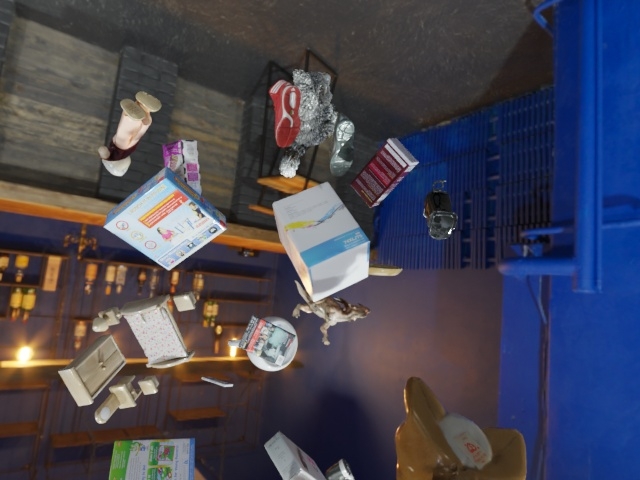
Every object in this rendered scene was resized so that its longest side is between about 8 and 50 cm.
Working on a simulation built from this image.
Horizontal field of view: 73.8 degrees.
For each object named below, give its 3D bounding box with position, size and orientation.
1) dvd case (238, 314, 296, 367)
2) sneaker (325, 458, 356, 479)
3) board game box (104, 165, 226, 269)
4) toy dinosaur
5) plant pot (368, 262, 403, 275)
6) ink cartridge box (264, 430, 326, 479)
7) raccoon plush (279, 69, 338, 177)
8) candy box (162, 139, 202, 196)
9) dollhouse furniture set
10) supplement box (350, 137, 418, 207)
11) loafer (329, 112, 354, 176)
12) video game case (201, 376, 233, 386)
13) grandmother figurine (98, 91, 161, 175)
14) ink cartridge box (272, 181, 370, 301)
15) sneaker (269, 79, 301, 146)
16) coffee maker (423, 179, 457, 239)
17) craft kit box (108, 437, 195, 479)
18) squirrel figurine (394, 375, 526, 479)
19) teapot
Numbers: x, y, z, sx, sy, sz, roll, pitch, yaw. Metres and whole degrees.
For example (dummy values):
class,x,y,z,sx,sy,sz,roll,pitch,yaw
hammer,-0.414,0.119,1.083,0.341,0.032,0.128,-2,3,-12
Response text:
class,x,y,z,sx,sy,sz,roll,pitch,yaw
dvd case,-0.132,0.248,1.052,0.119,0.087,0.013,25,178,2
sneaker,0.071,0.904,1.631,0.106,0.078,0.234,-24,140,-5
board game box,-0.567,-0.071,1.583,0.308,0.086,0.302,-33,130,13
toy dinosaur,0.020,0.243,1.598,0.295,0.127,0.200,38,-144,2
plant pot,0.209,0.114,1.701,0.236,0.033,0.236,5,-178,0
ink cartridge box,-0.023,0.667,1.144,0.239,0.060,0.275,39,162,45
raccoon plush,-0.061,-0.495,1.810,0.216,0.447,0.299,15,179,11
candy box,-0.543,-0.266,1.672,0.159,0.234,0.071,1,-172,45
dollhouse furniture set,-0.478,0.334,1.153,0.355,0.303,0.174,-13,-161,14
supplement box,0.236,-0.252,1.602,0.239,0.130,0.073,-47,164,33
loafer,0.085,-0.384,1.716,0.096,0.084,0.268,-6,139,-13
video game case,-0.470,0.644,1.945,0.121,0.011,0.087,12,166,16
grandmother figurine,-0.625,-0.318,1.365,0.342,0.104,0.208,-37,-176,47
ink cartridge box,0.000,0.000,1.314,0.197,0.270,0.198,-23,146,-13
sneaker,-0.128,-0.446,1.478,0.087,0.221,0.128,-6,-138,-29
coffee maker,0.455,-0.117,1.644,0.120,0.171,0.178,-15,-154,14
craft kit box,-0.513,0.738,1.293,0.246,0.250,0.061,12,128,-23
squirrel figurine,0.238,0.586,0.921,0.280,0.371,0.397,23,-152,4
teapot,-0.245,0.459,1.911,0.187,0.252,0.256,-10,121,47
